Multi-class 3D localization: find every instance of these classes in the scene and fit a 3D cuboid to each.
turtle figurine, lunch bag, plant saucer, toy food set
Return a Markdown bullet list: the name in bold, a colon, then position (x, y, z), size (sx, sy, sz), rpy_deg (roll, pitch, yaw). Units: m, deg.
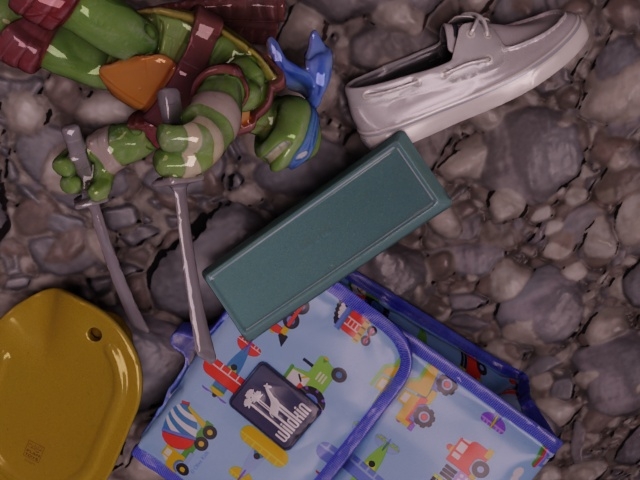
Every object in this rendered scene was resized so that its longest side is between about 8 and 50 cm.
- **turtle figurine**: position (-0.140, -0.069, 0.530), size (0.266, 0.198, 0.275), rpy_deg (33, 100, -19)
- **lunch bag**: position (0.006, 0.146, 0.714), size (0.293, 0.138, 0.221), rpy_deg (33, 102, -9)
- **plant saucer**: position (0.000, 0.000, 0.630), size (0.192, 0.018, 0.067), rpy_deg (-35, 87, 13)
- **toy food set**: position (-0.209, 0.135, 0.686), size (0.128, 0.071, 0.218), rpy_deg (27, 106, 3)

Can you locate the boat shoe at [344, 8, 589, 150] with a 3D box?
- **boat shoe**: position (0.105, -0.132, 0.629), size (0.184, 0.066, 0.063), rpy_deg (-23, 118, 10)
